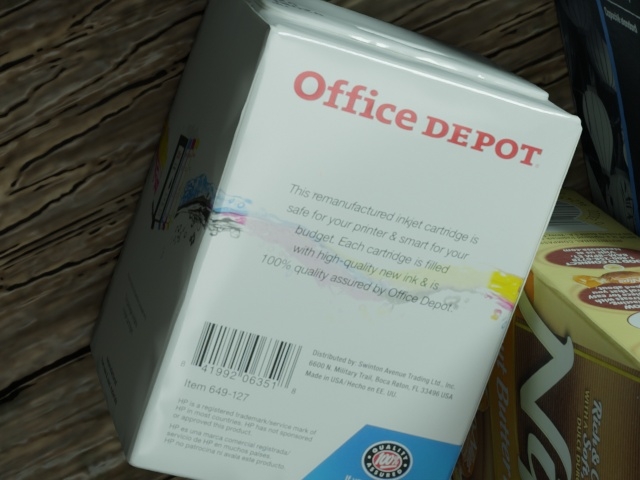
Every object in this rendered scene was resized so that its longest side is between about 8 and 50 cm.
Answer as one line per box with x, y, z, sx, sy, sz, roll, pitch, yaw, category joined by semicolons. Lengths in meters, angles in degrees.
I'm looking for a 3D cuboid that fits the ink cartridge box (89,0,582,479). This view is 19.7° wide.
0.000;0.000;0.974;0.171;0.168;0.232;16;103;-18;ink cartridge box

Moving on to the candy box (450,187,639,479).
0.143;0.100;0.962;0.087;0.316;0.183;-2;108;-13;candy box

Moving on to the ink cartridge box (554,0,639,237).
0.179;-0.107;0.985;0.065;0.165;0.332;-15;110;-7;ink cartridge box
